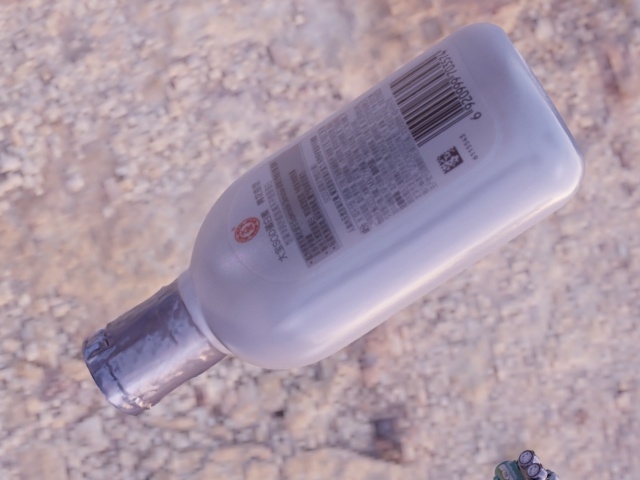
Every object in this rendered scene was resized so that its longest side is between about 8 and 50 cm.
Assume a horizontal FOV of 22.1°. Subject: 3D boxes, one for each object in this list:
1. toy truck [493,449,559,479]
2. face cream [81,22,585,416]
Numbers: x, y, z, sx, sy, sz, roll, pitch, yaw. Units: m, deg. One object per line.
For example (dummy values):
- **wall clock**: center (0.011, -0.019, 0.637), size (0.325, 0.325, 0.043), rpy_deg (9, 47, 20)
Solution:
- **toy truck**: center (0.158, 0.192, 1.199), size (0.039, 0.044, 0.083), rpy_deg (44, 12, -36)
- **face cream**: center (0.000, 0.000, 0.894), size (0.071, 0.291, 0.144), rpy_deg (48, 12, -40)
